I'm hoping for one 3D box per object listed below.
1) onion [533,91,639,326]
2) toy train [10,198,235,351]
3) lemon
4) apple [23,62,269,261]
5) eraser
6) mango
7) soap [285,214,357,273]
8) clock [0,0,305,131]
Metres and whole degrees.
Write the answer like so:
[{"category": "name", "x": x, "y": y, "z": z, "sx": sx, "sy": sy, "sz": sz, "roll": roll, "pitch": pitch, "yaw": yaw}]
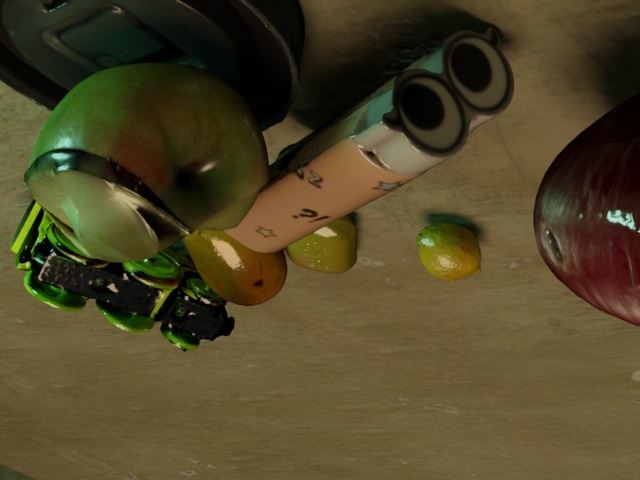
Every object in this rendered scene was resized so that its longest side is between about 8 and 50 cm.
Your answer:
[{"category": "onion", "x": 0.346, "y": -0.054, "z": 1.006, "sx": 0.348, "sy": 0.285, "sz": 0.347, "roll": -2, "pitch": -166, "yaw": 1}, {"category": "toy train", "x": -0.244, "y": 0.044, "z": 1.595, "sx": 0.296, "sy": 0.100, "sz": 0.160, "roll": 23, "pitch": -163, "yaw": -29}, {"category": "lemon", "x": 0.148, "y": 0.013, "z": 1.425, "sx": 0.092, "sy": 0.065, "sz": 0.065, "roll": 31, "pitch": 150, "yaw": -23}, {"category": "apple", "x": -0.157, "y": -0.069, "z": 1.122, "sx": 0.207, "sy": 0.174, "sz": 0.188, "roll": -3, "pitch": -177, "yaw": -35}, {"category": "eraser", "x": 0.038, "y": -0.084, "z": 1.157, "sx": 0.087, "sy": 0.171, "sz": 0.290, "roll": 52, "pitch": 145, "yaw": -8}, {"category": "mango", "x": -0.102, "y": 0.016, "z": 1.529, "sx": 0.115, "sy": 0.090, "sz": 0.178, "roll": 10, "pitch": 148, "yaw": 24}, {"category": "soap", "x": 0.000, "y": 0.001, "z": 1.494, "sx": 0.089, "sy": 0.045, "sz": 0.140, "roll": 13, "pitch": 155, "yaw": 8}, {"category": "clock", "x": -0.172, "y": -0.193, "z": 1.145, "sx": 0.325, "sy": 0.067, "sz": 0.325, "roll": 10, "pitch": 154, "yaw": 5}]
